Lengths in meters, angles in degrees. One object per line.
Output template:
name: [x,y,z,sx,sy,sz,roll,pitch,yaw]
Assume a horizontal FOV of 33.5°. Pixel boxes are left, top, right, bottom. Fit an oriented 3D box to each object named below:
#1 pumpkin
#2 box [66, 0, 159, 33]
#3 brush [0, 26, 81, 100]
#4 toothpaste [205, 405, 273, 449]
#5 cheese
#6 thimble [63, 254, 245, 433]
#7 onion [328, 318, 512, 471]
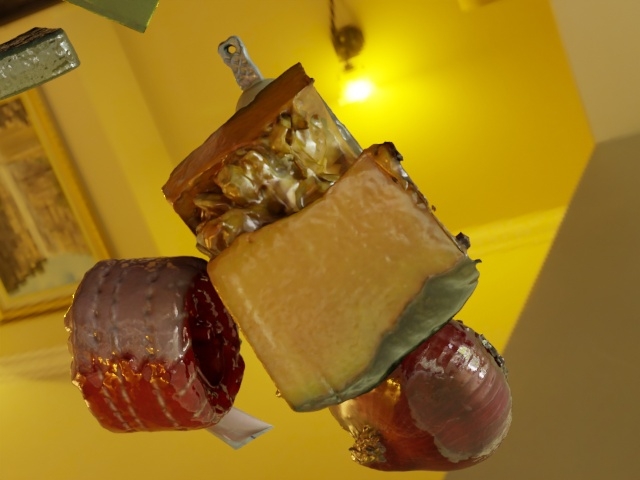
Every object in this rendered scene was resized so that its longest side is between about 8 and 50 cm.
pumpkin: [0.000,0.000,1.037,0.225,0.256,0.303,-34,-143,2]
box: [-0.156,-0.275,0.840,0.121,0.193,0.030,18,-164,-35]
brush: [-0.402,-0.203,1.293,0.197,0.059,0.123,-28,-159,-24]
toothpaste: [-0.137,0.242,1.449,0.067,0.194,0.043,-33,-128,9]
cheese: [-0.065,-0.169,1.293,0.092,0.171,0.047,-9,-166,16]
thimble: [-0.160,0.103,1.043,0.125,0.189,0.163,-5,-121,14]
onion: [0.103,0.169,1.190,0.248,0.248,0.161,-13,-133,28]
